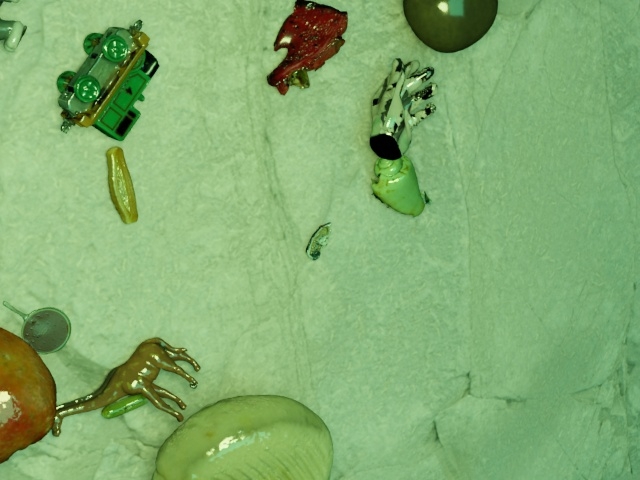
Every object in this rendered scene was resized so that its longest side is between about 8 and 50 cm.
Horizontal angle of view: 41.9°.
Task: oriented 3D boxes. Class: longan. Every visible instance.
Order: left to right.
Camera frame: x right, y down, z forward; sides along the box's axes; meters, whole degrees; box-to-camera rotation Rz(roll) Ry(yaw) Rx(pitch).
[{"bbox_3d":[0.254,-0.455,1.645,0.189,0.189,0.189,-6,102,-28],"label":"longan"}]

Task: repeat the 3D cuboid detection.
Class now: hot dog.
[{"bbox_3d":[-0.349,-0.095,1.457,0.044,0.028,0.137,-32,118,-49],"label":"hot dog"}]

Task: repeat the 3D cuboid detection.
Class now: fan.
[{"bbox_3d":[-0.489,0.142,1.436,0.133,0.005,0.085,42,79,-30],"label":"fan"}]

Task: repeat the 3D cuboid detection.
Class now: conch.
[{"bbox_3d":[0.160,-0.104,1.717,0.105,0.079,0.170,-38,123,-1],"label":"conch"}]

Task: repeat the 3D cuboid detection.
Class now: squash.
[{"bbox_3d":[-0.359,0.302,1.526,0.083,0.027,0.027,-22,109,-23],"label":"squash"}]

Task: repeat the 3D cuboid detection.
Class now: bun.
[{"bbox_3d":[-0.154,0.428,1.549,0.365,0.219,0.365,-17,122,-29],"label":"bun"}]

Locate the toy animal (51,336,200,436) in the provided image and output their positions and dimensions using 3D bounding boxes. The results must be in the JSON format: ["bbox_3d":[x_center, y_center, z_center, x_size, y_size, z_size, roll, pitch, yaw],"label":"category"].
[{"bbox_3d":[-0.350,0.271,1.496,0.229,0.066,0.224,24,75,-10],"label":"toy animal"}]

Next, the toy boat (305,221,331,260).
[{"bbox_3d":[0.000,0.000,1.665,0.038,0.038,0.083,29,86,-30],"label":"toy boat"}]

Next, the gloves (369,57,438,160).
[{"bbox_3d":[0.156,-0.271,1.668,0.127,0.111,0.212,33,54,-25],"label":"gloves"}]

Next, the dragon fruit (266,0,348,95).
[{"bbox_3d":[-0.028,-0.356,1.549,0.192,0.092,0.122,-50,118,-12],"label":"dragon fruit"}]

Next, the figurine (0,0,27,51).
[{"bbox_3d":[-0.541,-0.403,1.234,0.193,0.140,0.265,-48,133,13],"label":"figurine"}]

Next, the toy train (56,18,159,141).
[{"bbox_3d":[-0.347,-0.260,1.395,0.136,0.091,0.228,42,77,-39],"label":"toy train"}]

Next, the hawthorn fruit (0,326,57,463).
[{"bbox_3d":[-0.540,0.222,1.312,0.210,0.210,0.262,-36,107,-19],"label":"hawthorn fruit"}]
